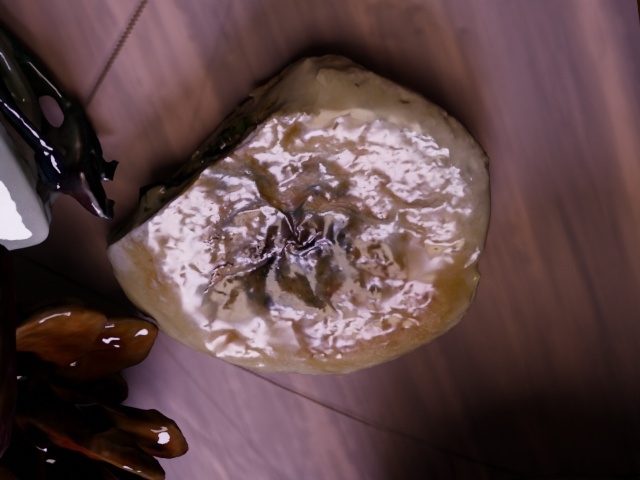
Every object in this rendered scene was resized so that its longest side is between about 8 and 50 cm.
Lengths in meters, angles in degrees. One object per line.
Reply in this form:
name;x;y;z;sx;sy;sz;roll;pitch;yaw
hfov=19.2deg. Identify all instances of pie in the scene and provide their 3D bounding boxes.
pie;0.000;-0.002;1.034;0.185;0.052;0.218;34;120;-24

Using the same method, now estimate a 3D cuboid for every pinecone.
pinecone;-0.178;0.137;1.041;0.202;0.201;0.229;2;149;19

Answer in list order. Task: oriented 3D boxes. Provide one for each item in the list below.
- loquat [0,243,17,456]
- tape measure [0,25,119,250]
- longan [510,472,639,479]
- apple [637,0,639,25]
loquat;-0.248;0.047;0.837;0.235;0.235;0.235;0;124;0
tape measure;-0.239;-0.082;0.948;0.235;0.115;0.207;-11;129;3
longan;0.201;0.300;1.066;0.404;0.336;0.404;7;122;11
apple;0.307;-0.103;0.816;0.339;0.339;0.339;0;124;0
